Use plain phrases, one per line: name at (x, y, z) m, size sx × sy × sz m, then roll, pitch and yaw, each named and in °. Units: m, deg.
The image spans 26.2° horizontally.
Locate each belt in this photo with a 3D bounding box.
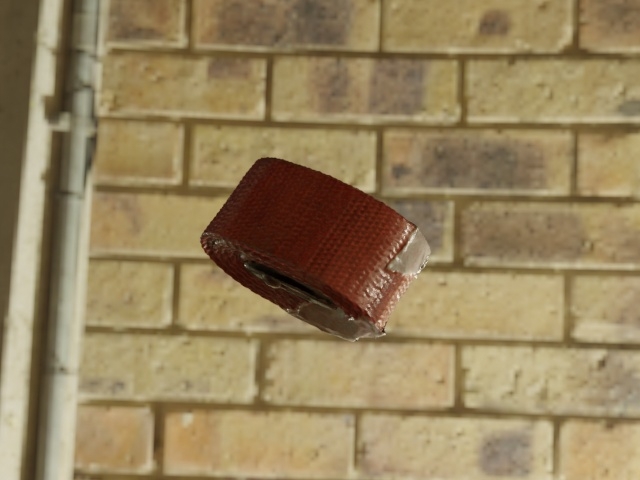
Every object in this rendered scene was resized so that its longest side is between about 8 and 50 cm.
belt at (0.000, 0.000, 1.276) m, size 0.201 × 0.124 × 0.128 m, roll 25°, pitch 159°, yaw 25°
